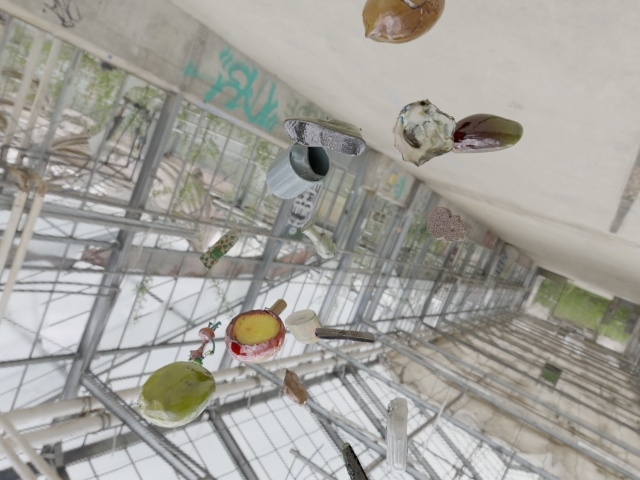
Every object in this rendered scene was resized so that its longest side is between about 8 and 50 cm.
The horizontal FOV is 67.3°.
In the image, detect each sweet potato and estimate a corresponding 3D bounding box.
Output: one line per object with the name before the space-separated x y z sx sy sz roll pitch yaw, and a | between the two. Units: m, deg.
sweet potato | -0.077 0.392 1.309 0.056 0.056 0.195 20 -171 -20

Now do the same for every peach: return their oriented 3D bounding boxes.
peach | -0.232 0.339 1.727 0.196 0.226 0.190 55 -145 5

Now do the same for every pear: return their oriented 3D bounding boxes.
pear | -0.486 0.521 1.641 0.269 0.212 0.212 -7 -159 -34

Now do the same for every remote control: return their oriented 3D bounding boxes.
remote control | 0.084 0.327 1.652 0.212 0.028 0.059 7 -159 -11

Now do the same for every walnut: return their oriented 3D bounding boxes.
walnut | 0.245 -0.685 1.430 0.203 0.298 0.203 42 165 14

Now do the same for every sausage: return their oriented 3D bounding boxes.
sausage | -0.247 0.363 2.129 0.066 0.065 0.301 23 -142 21

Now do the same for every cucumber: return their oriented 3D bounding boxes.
cucumber | 0.136 0.836 1.729 0.062 0.211 0.078 -20 171 7

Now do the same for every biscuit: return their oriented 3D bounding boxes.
biscuit | 0.461 -0.054 1.767 0.026 0.124 0.175 -2 -155 -37

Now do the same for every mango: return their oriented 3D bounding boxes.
mango | 0.556 -0.367 1.643 0.268 0.133 0.111 -4 169 8

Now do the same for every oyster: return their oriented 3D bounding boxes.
oyster | 0.323 -0.342 1.547 0.214 0.223 0.083 51 169 19

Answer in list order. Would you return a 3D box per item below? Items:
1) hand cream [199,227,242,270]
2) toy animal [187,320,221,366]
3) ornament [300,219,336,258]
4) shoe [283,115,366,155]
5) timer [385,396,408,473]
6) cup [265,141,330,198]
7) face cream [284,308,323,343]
hand cream | -0.300 0.019 1.475 0.037 0.165 0.057 11 141 46
toy animal | -0.483 0.436 2.045 0.103 0.208 0.100 16 143 11
ornament | 0.000 0.000 1.761 0.156 0.081 0.075 50 -158 -20
shoe | 0.015 -0.356 1.565 0.275 0.103 0.098 14 -130 -13
timer | 0.300 0.758 1.888 0.087 0.237 0.262 0 -175 10
cup | -0.116 -0.314 2.173 0.205 0.205 0.312 19 160 -25
face cream | -0.064 0.393 2.156 0.139 0.067 0.285 -17 150 2
